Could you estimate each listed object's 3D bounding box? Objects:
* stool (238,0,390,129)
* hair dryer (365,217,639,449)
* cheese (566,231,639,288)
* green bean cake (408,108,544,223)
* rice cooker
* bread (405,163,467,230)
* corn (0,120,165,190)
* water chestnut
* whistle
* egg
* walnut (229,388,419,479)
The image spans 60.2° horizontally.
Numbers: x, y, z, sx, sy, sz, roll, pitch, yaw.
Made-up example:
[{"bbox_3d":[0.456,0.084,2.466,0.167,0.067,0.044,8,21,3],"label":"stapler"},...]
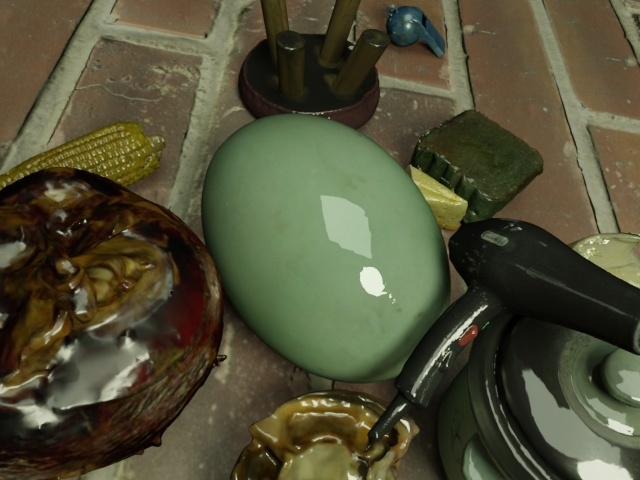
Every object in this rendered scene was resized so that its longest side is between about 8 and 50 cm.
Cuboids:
[{"bbox_3d":[-0.011,-0.335,1.001,0.272,0.178,0.272,5,53,-7],"label":"stool"},{"bbox_3d":[0.149,0.105,0.511,0.271,0.091,0.235,-49,30,-3],"label":"hair dryer"},{"bbox_3d":[0.413,0.110,0.749,0.266,0.233,0.127,26,63,10],"label":"cheese"},{"bbox_3d":[0.266,-0.125,0.962,0.173,0.094,0.181,-34,67,-30],"label":"green bean cake"},{"bbox_3d":[0.275,0.197,0.606,0.317,0.316,0.264,-22,59,-24],"label":"rice cooker"},{"bbox_3d":[0.187,-0.073,0.914,0.109,0.084,0.080,7,56,-6],"label":"bread"},{"bbox_3d":[-0.356,-0.105,0.822,0.262,0.097,0.097,-27,64,-24],"label":"corn"},{"bbox_3d":[-0.257,0.073,0.560,0.335,0.347,0.335,7,60,-12],"label":"water chestnut"},{"bbox_3d":[0.196,-0.453,1.201,0.158,0.090,0.090,38,44,-34],"label":"whistle"},{"bbox_3d":[0.000,0.000,0.705,0.276,0.276,0.389,-23,60,-25],"label":"egg"},{"bbox_3d":[0.008,0.289,0.590,0.204,0.141,0.238,-1,55,3],"label":"walnut"}]
